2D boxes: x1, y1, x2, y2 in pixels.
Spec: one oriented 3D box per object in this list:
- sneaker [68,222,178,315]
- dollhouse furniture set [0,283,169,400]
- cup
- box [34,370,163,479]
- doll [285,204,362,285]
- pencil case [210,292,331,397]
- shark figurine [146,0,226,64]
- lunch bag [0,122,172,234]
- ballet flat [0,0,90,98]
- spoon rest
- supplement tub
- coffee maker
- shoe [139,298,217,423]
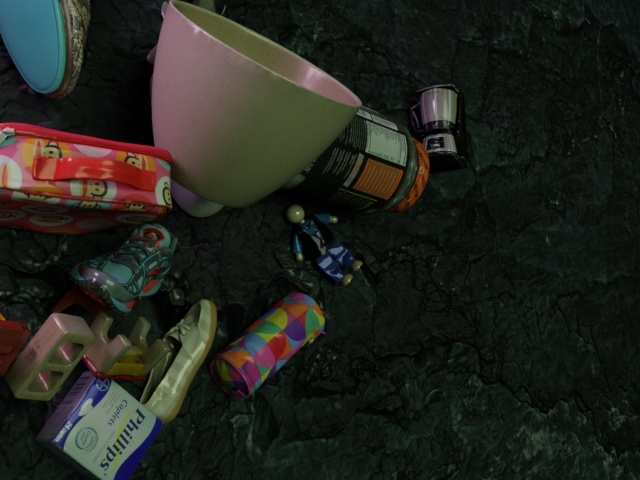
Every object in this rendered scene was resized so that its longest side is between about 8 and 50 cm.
[{"bbox_3d":[-0.285,0.024,1.186,0.104,0.262,0.125,34,98,-2],"label":"sneaker"},{"bbox_3d":[-0.419,0.124,1.084,0.201,0.152,0.374,45,12,30],"label":"dollhouse furniture set"},{"bbox_3d":[-0.135,-0.194,1.253,0.331,0.331,0.237,17,111,-37],"label":"cup"},{"bbox_3d":[-0.331,0.287,1.194,0.137,0.072,0.126,47,54,-24],"label":"box"},{"bbox_3d":[0.000,0.000,1.569,0.189,0.046,0.129,45,63,-16],"label":"doll"},{"bbox_3d":[-0.087,0.186,1.417,0.236,0.104,0.105,-35,103,-39],"label":"pencil case"},{"bbox_3d":[-0.216,-0.433,1.444,0.166,0.116,0.279,15,72,-39],"label":"shark figurine"},{"bbox_3d":[-0.365,-0.084,1.128,0.293,0.258,0.120,6,80,-42],"label":"lunch bag"},{"bbox_3d":[-0.458,-0.461,1.222,0.483,0.164,0.182,63,33,-8],"label":"ballet flat"},{"bbox_3d":[-0.234,-0.175,1.400,0.137,0.084,0.277,-32,115,-40],"label":"spoon rest"},{"bbox_3d":[0.039,-0.169,1.536,0.337,0.207,0.207,16,70,-38],"label":"supplement tub"},{"bbox_3d":[0.295,-0.253,1.839,0.171,0.120,0.178,11,73,-40],"label":"coffee maker"},{"bbox_3d":[-0.232,0.189,1.301,0.058,0.076,0.219,38,59,-34],"label":"shoe"}]
